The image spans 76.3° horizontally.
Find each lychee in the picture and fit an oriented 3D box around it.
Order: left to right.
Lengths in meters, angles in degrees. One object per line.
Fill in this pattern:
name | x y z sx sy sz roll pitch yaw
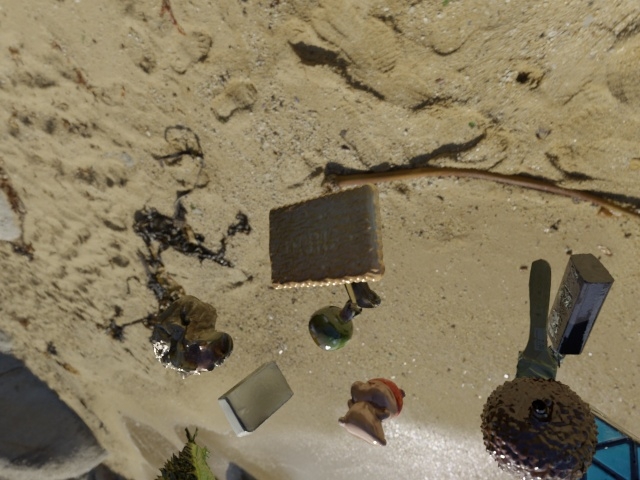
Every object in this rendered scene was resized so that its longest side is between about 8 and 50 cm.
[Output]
lychee | 0.391 0.339 0.734 0.200 0.200 0.238 18 150 31

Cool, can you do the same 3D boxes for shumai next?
shumai | -0.425 0.383 1.468 0.262 0.267 0.314 27 137 27

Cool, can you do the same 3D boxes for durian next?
durian | -0.174 0.350 0.557 0.215 0.086 0.100 55 -175 36

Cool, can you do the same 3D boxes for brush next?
brush | 0.474 0.200 0.888 0.085 0.337 0.020 0 161 30

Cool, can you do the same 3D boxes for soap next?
soap | -0.172 0.429 1.115 0.063 0.183 0.121 -33 86 45

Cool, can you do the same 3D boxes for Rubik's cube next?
Rubik's cube | 0.613 0.463 0.953 0.228 0.233 0.228 -5 139 -1

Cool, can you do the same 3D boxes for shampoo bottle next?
shampoo bottle | 0.588 0.180 0.953 0.071 0.098 0.310 -4 126 4

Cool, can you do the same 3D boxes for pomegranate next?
pomegranate | 0.038 0.197 0.974 0.114 0.114 0.142 45 114 4

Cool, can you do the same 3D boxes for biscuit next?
biscuit | 0.001 0.000 0.709 0.249 0.030 0.160 -11 79 40

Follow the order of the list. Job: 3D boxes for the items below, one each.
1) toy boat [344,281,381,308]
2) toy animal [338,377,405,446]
toy boat | 0.123 0.071 1.357 0.089 0.121 0.321 137 114 -79
toy animal | 0.164 0.516 1.254 0.171 0.198 0.171 23 141 20
